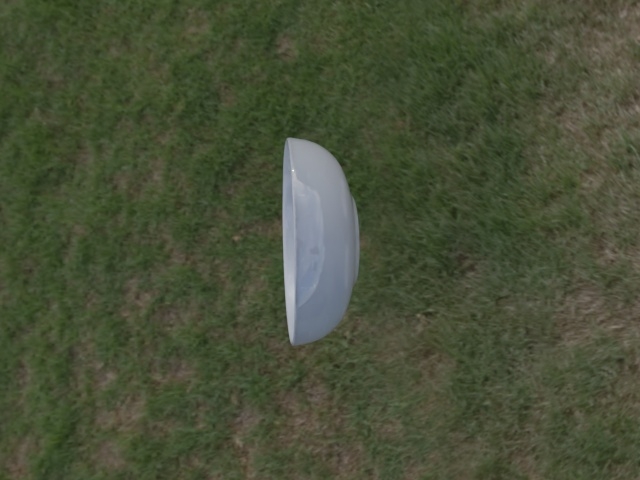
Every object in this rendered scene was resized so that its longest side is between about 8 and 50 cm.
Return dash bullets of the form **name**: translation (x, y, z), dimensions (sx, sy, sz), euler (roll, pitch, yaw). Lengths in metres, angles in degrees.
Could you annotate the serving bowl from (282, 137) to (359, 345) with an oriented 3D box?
- **serving bowl**: translation (0.000, 0.000, 0.323), dimensions (0.027, 0.083, 0.083), euler (-2, 84, -6)
